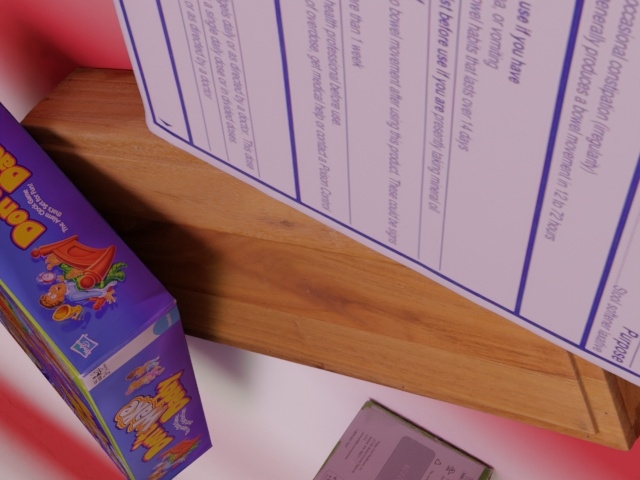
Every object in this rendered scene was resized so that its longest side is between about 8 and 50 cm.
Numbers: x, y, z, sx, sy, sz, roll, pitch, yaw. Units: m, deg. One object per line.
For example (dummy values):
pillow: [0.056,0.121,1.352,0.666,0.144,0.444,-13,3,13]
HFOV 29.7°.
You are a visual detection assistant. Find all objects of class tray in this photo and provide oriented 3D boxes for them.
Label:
tray: [0.000,0.000,0.770,0.411,0.076,0.203,11,139,40]

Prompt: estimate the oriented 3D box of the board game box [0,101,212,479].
board game box: [-0.195,0.051,0.926,0.233,0.078,0.347,46,163,18]

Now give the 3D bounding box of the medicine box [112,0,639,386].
medicine box: [0.065,-0.109,0.456,0.289,0.149,0.263,27,154,18]

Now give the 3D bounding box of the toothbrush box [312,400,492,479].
toothbrush box: [0.029,0.301,1.006,0.122,0.206,0.283,28,147,16]
